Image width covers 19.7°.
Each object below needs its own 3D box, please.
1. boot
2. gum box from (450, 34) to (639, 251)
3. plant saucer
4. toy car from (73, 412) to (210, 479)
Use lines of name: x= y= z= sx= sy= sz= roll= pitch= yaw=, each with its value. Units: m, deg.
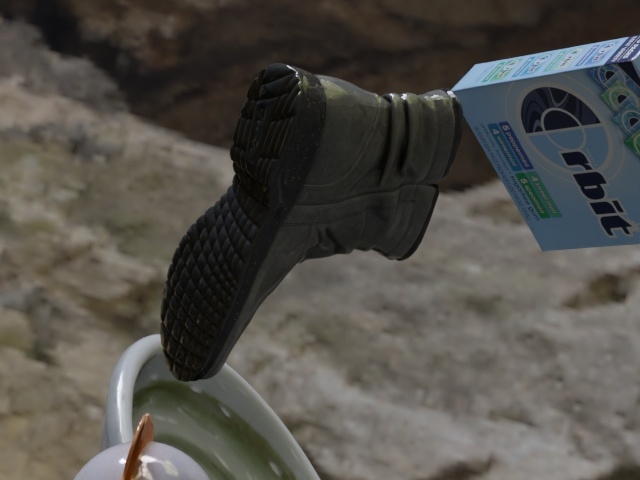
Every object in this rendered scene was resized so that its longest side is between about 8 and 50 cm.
boot: x=0.000 y=0.000 z=1.260 sx=0.161 sy=0.083 sz=0.246 roll=10 pitch=-64 yaw=-35
gum box: x=0.204 y=-0.068 z=1.359 sx=0.041 sy=0.184 sz=0.157 roll=-46 pitch=-65 yaw=-32
plant saucer: x=-0.093 y=0.279 z=1.663 sx=0.400 sy=0.100 sz=0.400 roll=51 pitch=-161 yaw=-25
toy car: x=-0.128 y=0.236 z=1.295 sx=0.210 sy=0.219 sz=0.238 roll=-72 pitch=-19 yaw=-54
